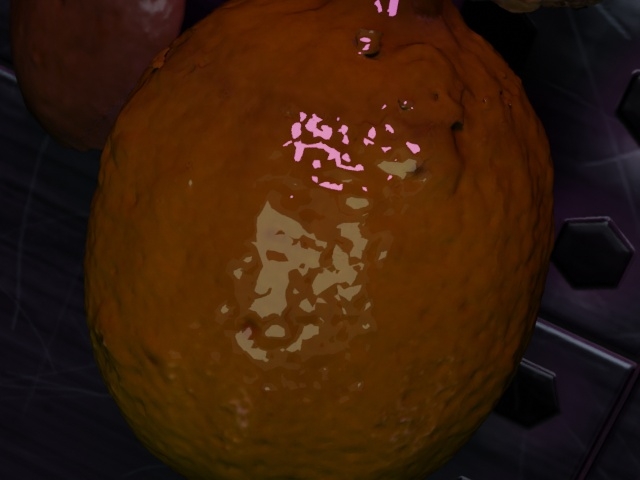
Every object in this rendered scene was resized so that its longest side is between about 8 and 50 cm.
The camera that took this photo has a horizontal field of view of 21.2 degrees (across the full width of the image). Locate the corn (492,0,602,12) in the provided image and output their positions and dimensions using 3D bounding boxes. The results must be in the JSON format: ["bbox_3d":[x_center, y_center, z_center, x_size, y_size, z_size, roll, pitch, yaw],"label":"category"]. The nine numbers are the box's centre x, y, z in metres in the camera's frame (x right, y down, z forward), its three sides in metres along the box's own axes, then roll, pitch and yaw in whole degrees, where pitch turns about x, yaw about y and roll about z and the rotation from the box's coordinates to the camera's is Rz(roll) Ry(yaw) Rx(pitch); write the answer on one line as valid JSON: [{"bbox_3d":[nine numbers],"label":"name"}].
[{"bbox_3d":[0.102,-0.249,0.803,0.098,0.098,0.289,2,116,21],"label":"corn"}]

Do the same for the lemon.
[{"bbox_3d":[0.000,0.000,0.886,0.245,0.245,0.319,20,116,11],"label":"lemon"}]

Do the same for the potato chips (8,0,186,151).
[{"bbox_3d":[-0.130,-0.140,0.940,0.201,0.049,0.150,-58,47,41],"label":"potato chips"}]
